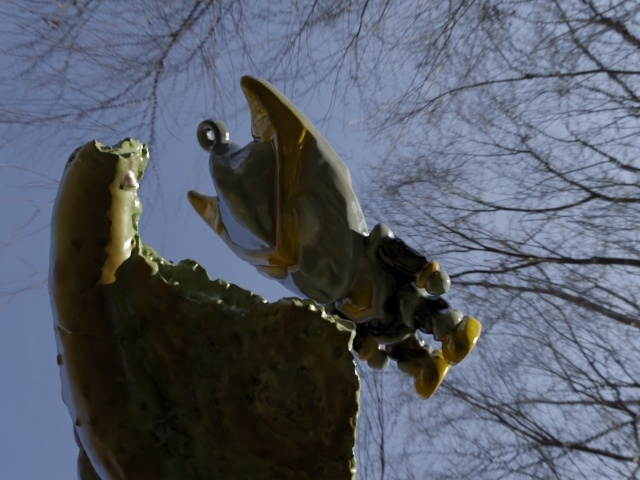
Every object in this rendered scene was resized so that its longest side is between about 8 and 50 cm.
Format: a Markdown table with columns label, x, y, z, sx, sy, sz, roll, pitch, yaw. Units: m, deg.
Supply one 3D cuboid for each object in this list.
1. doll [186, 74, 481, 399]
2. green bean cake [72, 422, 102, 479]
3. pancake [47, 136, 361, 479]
| label | x | y | z | sx | sy | sz | roll | pitch | yaw |
| --- | --- | --- | --- | --- | --- | --- | --- | --- | --- |
| doll | -0.002 | 0.003 | 0.717 | 0.316 | 0.145 | 0.103 | 42 | -118 | 13 |
| green bean cake | -0.088 | 0.193 | 0.707 | 0.232 | 0.097 | 0.199 | -22 | -126 | -4 |
| pancake | -0.064 | 0.104 | 0.519 | 0.197 | 0.054 | 0.377 | -33 | -90 | 7 |
